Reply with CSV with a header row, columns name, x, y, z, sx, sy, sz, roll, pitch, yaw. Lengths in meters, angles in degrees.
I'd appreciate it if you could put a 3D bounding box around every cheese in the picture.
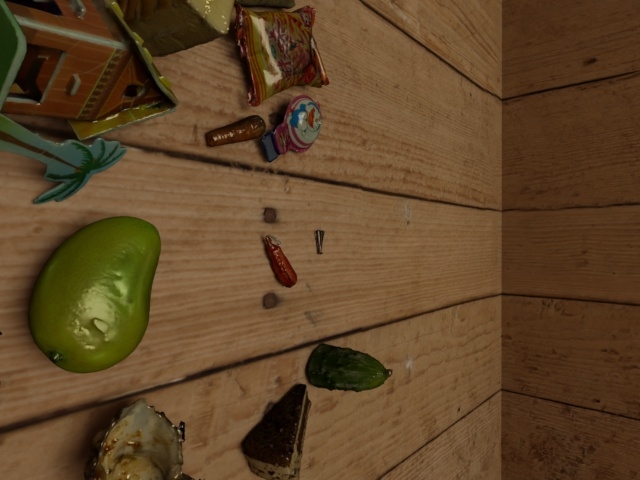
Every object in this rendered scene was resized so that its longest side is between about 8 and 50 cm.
name,x,y,z,sx,sy,sz,roll,pitch,yaw
cheese,-0.068,-0.295,1.152,0.244,0.062,0.155,-45,136,-35

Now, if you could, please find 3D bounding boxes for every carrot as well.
name,x,y,z,sx,sy,sz,roll,pitch,yaw
carrot,-0.196,-0.257,1.022,0.161,0.055,0.055,-32,113,-42

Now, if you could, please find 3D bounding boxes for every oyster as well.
name,x,y,z,sx,sy,sz,roll,pitch,yaw
oyster,-0.316,0.451,0.824,0.198,0.133,0.337,-55,130,-36

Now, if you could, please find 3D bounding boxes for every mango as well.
name,x,y,z,sx,sy,sz,roll,pitch,yaw
mango,-0.380,0.084,0.738,0.185,0.149,0.273,17,71,-41

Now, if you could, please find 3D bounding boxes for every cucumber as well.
name,x,y,z,sx,sy,sz,roll,pitch,yaw
cucumber,0.092,0.364,1.214,0.134,0.244,0.134,10,77,-52

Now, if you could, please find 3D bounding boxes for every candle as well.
name,x,y,z,sx,sy,sz,roll,pitch,yaw
candle,-0.105,0.055,1.128,0.053,0.048,0.162,-37,119,-23

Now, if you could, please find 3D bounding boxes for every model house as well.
name,x,y,z,sx,sy,sz,roll,pitch,yaw
model house,-0.428,-0.261,0.677,0.300,0.340,0.323,55,30,10

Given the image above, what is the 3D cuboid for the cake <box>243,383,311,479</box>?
name,x,y,z,sx,sy,sz,roll,pitch,yaw
cake,-0.109,0.491,1.132,0.246,0.135,0.112,-77,160,-59

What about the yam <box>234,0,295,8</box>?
name,x,y,z,sx,sy,sz,roll,pitch,yaw
yam,-0.175,-0.598,1.034,0.317,0.067,0.071,-25,122,-45

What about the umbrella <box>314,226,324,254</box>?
name,x,y,z,sx,sy,sz,roll,pitch,yaw
umbrella,-0.002,0.000,1.270,0.031,0.020,0.083,-3,97,-48

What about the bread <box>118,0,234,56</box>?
name,x,y,z,sx,sy,sz,roll,pitch,yaw
bread,-0.265,-0.490,0.807,0.111,0.239,0.246,22,75,-53

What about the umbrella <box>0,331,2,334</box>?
name,x,y,z,sx,sy,sz,roll,pitch,yaw
umbrella,-0.522,0.122,0.638,0.080,0.071,0.224,-12,95,-76

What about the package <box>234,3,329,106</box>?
name,x,y,z,sx,sy,sz,roll,pitch,yaw
package,-0.100,-0.471,1.096,0.288,0.108,0.223,-27,115,-38
